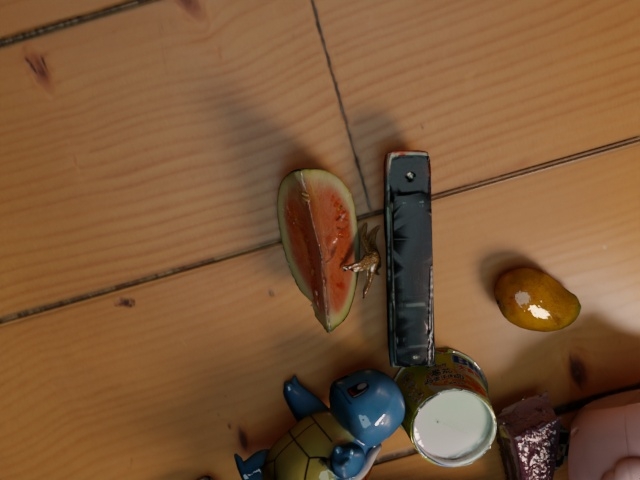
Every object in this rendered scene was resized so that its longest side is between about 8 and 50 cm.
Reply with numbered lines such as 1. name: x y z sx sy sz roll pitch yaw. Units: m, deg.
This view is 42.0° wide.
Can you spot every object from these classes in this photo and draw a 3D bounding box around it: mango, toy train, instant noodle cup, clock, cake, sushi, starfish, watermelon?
1. mango: 0.403 0.117 1.569 0.165 0.089 0.115 36 91 -14
2. toy train: 0.161 0.032 1.534 0.086 0.089 0.409 -3 104 1
3. instant noodle cup: 0.235 0.325 1.582 0.205 0.153 0.204 0 104 -1
4. clock: 0.606 0.466 1.528 0.251 0.368 0.376 -15 84 31
5. cake: 0.391 0.443 1.611 0.113 0.116 0.295 -3 107 -6
6. sushi: 0.449 0.424 1.679 0.120 0.026 0.126 40 100 -12
7. starfish: 0.085 0.041 1.516 0.041 0.130 0.133 -4 98 30
8. watermelon: -0.020 -0.004 1.501 0.128 0.159 0.303 1 113 27

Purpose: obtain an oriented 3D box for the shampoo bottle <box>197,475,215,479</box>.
1. shampoo bottle: -0.196 0.615 1.679 0.153 0.071 0.284 -35 102 8

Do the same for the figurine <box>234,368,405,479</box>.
1. figurine: -0.011 0.418 1.520 0.243 0.298 0.416 22 95 -18
